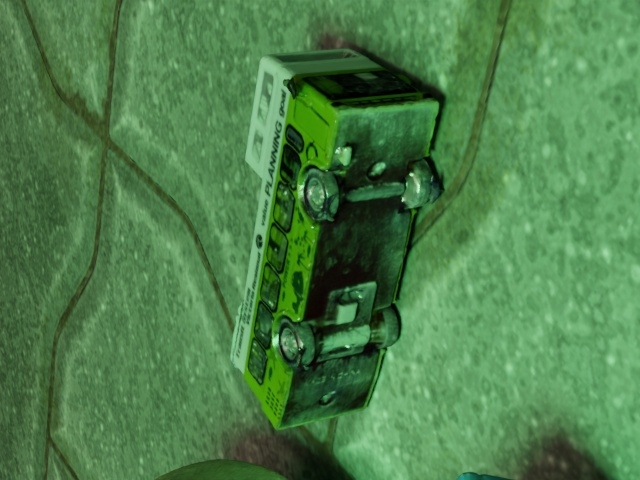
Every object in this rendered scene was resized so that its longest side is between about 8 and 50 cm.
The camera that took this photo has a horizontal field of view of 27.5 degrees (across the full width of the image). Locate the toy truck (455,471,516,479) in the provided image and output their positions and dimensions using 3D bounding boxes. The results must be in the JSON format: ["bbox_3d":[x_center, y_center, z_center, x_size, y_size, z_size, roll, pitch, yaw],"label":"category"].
[{"bbox_3d":[0.069,0.327,0.903,0.385,0.162,0.161,-55,23,34],"label":"toy truck"}]

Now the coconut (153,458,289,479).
[{"bbox_3d":[-0.087,0.316,1.114,0.245,0.245,0.247,31,161,49],"label":"coconut"}]

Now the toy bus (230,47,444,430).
[{"bbox_3d":[0.000,0.000,1.055,0.139,0.113,0.301,47,136,45],"label":"toy bus"}]
